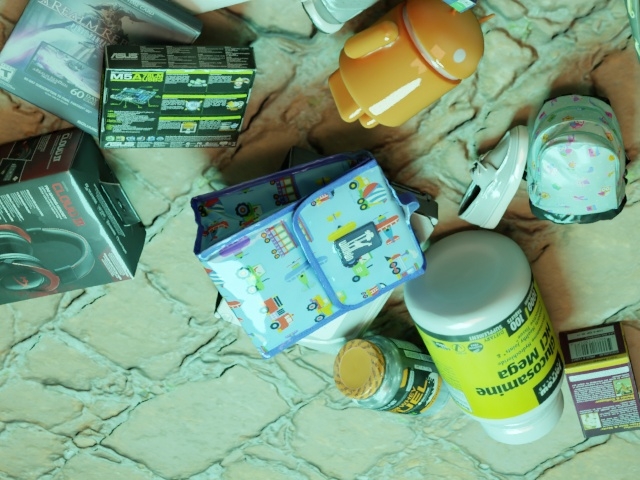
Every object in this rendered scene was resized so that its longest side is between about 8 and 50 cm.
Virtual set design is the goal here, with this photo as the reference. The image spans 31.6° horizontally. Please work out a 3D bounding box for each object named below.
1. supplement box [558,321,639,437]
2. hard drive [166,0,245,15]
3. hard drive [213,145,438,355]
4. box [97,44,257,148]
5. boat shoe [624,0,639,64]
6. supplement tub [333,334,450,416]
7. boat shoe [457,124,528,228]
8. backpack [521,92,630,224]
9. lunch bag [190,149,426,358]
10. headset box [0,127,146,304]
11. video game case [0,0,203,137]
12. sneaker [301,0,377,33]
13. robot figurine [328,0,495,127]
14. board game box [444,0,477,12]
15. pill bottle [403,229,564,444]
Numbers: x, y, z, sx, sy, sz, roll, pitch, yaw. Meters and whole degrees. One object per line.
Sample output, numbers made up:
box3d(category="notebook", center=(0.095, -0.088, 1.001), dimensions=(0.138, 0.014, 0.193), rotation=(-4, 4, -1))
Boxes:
box3d(category="supplement box", center=(0.460, 0.230, 1.845), dimensions=(0.104, 0.081, 0.188), rotation=(-12, 131, 15))
box3d(category="hard drive", center=(-0.104, -0.381, 1.344), dimensions=(0.307, 0.040, 0.203), rotation=(-12, 131, 15))
box3d(category="hard drive", center=(0.002, 0.030, 1.708), dimensions=(0.237, 0.064, 0.339), rotation=(19, 131, -13))
box3d(category="box", center=(-0.191, -0.184, 1.472), dimensions=(0.190, 0.045, 0.184), rotation=(-2, 150, -14))
box3d(category="boat shoe", center=(0.438, -0.248, 1.388), dimensions=(0.109, 0.091, 0.305), rotation=(-19, 129, 21))
box3d(category="supplement tub", center=(0.115, 0.214, 1.792), dimensions=(0.117, 0.117, 0.190), rotation=(-35, 147, 32))
box3d(category="boat shoe", center=(0.239, -0.091, 1.579), dimensions=(0.063, 0.066, 0.184), rotation=(11, 143, -7))
box3d(category="backpack", center=(0.346, -0.106, 1.511), dimensions=(0.152, 0.115, 0.182), rotation=(-5, 136, 7))
box3d(category="lunch bag", center=(0.000, 0.000, 1.571), dimensions=(0.293, 0.138, 0.221), rotation=(-23, 127, 8))
box3d(category="headset box", center=(-0.408, -0.032, 1.648), dimensions=(0.293, 0.110, 0.218), rotation=(-11, 131, 15))
box3d(category="video game case", center=(-0.299, -0.244, 1.467), dimensions=(0.196, 0.026, 0.274), rotation=(27, 141, -20))
box3d(category="sneaker", center=(0.007, -0.349, 1.291), dimensions=(0.132, 0.086, 0.229), rotation=(-23, 138, 18))
box3d(category="robot figurine", center=(0.111, -0.227, 1.410), dimensions=(0.219, 0.128, 0.158), rotation=(-34, 116, 30))
box3d(category="board game box", center=(0.110, -0.368, 1.277), dimensions=(0.201, 0.136, 0.035), rotation=(27, 164, -20))
box3d(category="pill bottle", center=(0.263, 0.158, 1.719), dimensions=(0.188, 0.188, 0.334), rotation=(-14, 132, 17))
